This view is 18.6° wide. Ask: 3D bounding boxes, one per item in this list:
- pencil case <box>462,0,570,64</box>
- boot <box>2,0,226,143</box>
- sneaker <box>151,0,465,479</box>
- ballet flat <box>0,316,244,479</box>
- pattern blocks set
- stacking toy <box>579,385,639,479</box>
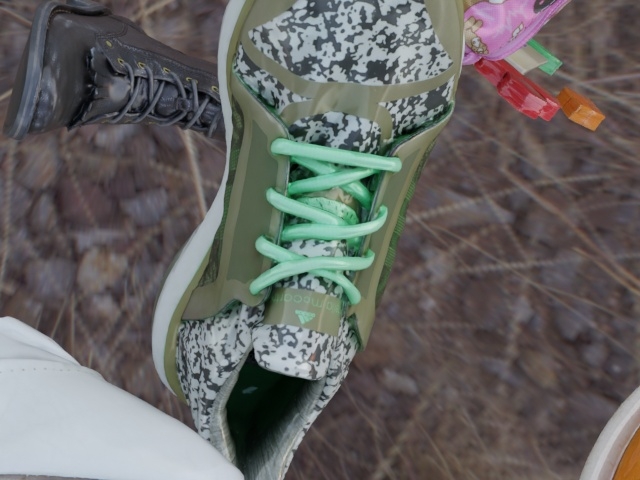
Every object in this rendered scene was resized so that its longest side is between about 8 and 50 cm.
[{"bbox_3d":[0.215,-0.292,1.458,0.386,0.167,0.160,-34,137,5],"label":"pencil case"},{"bbox_3d":[-0.101,-0.106,1.455,0.229,0.263,0.091,20,110,1],"label":"boot"},{"bbox_3d":[0.000,0.000,1.194,0.158,0.182,0.410,6,128,-13],"label":"sneaker"},{"bbox_3d":[-0.233,0.082,0.926,0.400,0.139,0.139,-6,97,16],"label":"ballet flat"},{"bbox_3d":[0.132,-0.190,1.759,0.285,0.325,0.026,41,105,13],"label":"pattern blocks set"},{"bbox_3d":[0.334,0.094,0.884,0.351,0.480,0.350,6,56,-9],"label":"stacking toy"}]
